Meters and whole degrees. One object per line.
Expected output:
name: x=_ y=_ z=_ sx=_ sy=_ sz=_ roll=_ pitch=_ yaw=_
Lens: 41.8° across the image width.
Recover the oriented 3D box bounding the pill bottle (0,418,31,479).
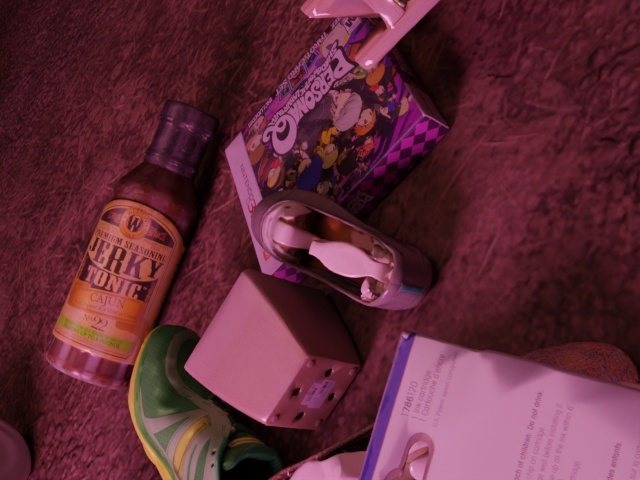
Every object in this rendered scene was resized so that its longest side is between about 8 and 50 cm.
pill bottle: x=-0.515 y=0.362 z=1.149 sx=0.246 sy=0.136 sz=0.136 roll=-49 pitch=40 yaw=21

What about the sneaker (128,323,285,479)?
sneaker: x=-0.087 y=0.196 z=0.752 sx=0.123 sy=0.109 sz=0.296 roll=-41 pitch=52 yaw=25

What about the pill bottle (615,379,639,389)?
pill bottle: x=0.178 y=0.153 z=0.459 sx=0.078 sy=0.078 sz=0.137 roll=15 pitch=83 yaw=53

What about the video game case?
video game case: x=0.003 y=-0.100 z=0.843 sx=0.232 sy=0.042 sz=0.210 roll=-45 pitch=43 yaw=25

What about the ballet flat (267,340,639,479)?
ballet flat: x=0.065 y=0.156 z=0.573 sx=0.316 sy=0.106 sz=0.108 roll=-40 pitch=44 yaw=30

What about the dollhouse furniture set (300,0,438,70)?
dollhouse furniture set: x=0.027 y=-0.419 z=0.747 sx=0.256 sy=0.362 sz=0.394 roll=-42 pitch=13 yaw=31

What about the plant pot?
plant pot: x=-0.032 y=0.104 z=0.729 sx=0.096 sy=0.109 sz=0.109 roll=42 pitch=105 yaw=41

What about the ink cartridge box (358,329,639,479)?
ink cartridge box: x=0.172 y=0.160 z=0.377 sx=0.332 sy=0.065 sz=0.165 roll=14 pitch=82 yaw=29

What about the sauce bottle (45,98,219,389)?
sauce bottle: x=-0.217 y=0.001 z=1.002 sx=0.111 sy=0.111 sz=0.344 roll=16 pitch=85 yaw=53

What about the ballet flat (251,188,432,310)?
ballet flat: x=0.000 y=0.000 z=0.728 sx=0.213 sy=0.068 sz=0.072 roll=24 pitch=99 yaw=38
